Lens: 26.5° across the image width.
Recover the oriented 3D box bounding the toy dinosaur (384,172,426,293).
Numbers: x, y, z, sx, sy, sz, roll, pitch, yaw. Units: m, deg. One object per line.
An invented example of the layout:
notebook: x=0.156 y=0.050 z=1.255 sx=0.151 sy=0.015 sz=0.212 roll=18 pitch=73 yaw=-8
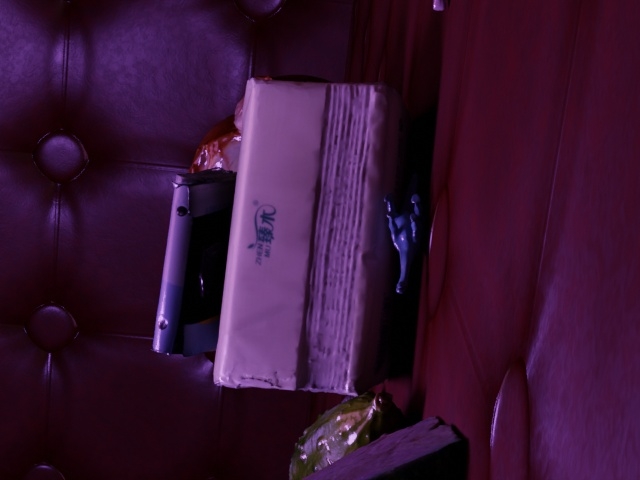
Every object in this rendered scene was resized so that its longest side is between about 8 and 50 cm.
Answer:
toy dinosaur: x=0.100 y=-0.017 z=1.569 sx=0.197 sy=0.045 sz=0.080 roll=-80 pitch=-15 yaw=-46

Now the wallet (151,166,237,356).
wallet: x=-0.142 y=0.026 z=1.713 sx=0.170 sy=0.069 sz=0.231 roll=-9 pitch=-72 yaw=-64

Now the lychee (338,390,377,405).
lychee: x=0.054 y=0.242 z=1.861 sx=0.067 sy=0.068 sz=0.083 roll=43 pitch=140 yaw=30

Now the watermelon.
watermelon: x=0.037 y=0.325 z=1.298 sx=0.222 sy=0.319 sz=0.292 roll=61 pitch=-175 yaw=-1

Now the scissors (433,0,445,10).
scissors: x=0.147 y=-0.413 z=1.634 sx=0.160 sy=0.024 sz=0.318 roll=96 pitch=178 yaw=-49

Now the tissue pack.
tissue pack: x=0.000 y=0.000 z=1.712 sx=0.297 sy=0.207 sz=0.381 roll=27 pitch=-111 yaw=-81

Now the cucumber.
cucumber: x=0.046 y=0.234 z=1.541 sx=0.244 sy=0.134 sz=0.134 roll=108 pitch=168 yaw=-57

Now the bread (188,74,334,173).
bread: x=-0.046 y=-0.084 z=2.077 sx=0.328 sy=0.295 sz=0.114 roll=-49 pitch=16 yaw=21
